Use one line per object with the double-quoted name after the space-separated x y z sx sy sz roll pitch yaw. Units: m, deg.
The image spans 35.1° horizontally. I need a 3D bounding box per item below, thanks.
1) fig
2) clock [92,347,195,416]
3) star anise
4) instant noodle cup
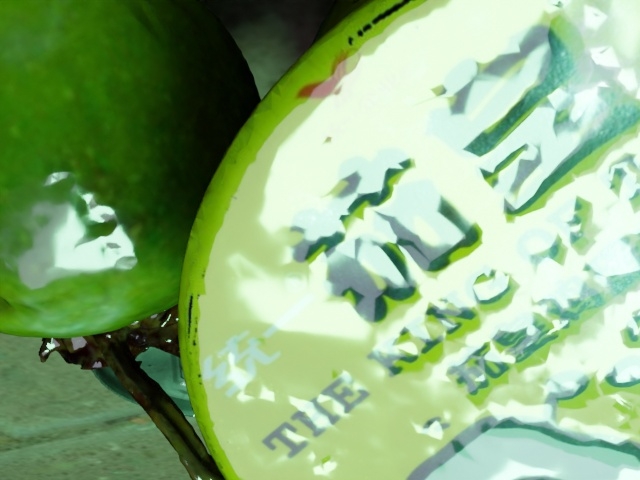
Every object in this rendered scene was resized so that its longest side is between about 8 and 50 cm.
-0.141 -0.093 0.480 0.206 0.206 0.275 -8 120 8 "fig"
-0.089 0.090 0.873 0.214 0.042 0.215 -2 146 -1 "clock"
-0.106 0.050 0.696 0.237 0.148 0.346 -38 106 26 "star anise"
0.111 -0.017 0.470 0.325 0.254 0.326 1 119 1 "instant noodle cup"
